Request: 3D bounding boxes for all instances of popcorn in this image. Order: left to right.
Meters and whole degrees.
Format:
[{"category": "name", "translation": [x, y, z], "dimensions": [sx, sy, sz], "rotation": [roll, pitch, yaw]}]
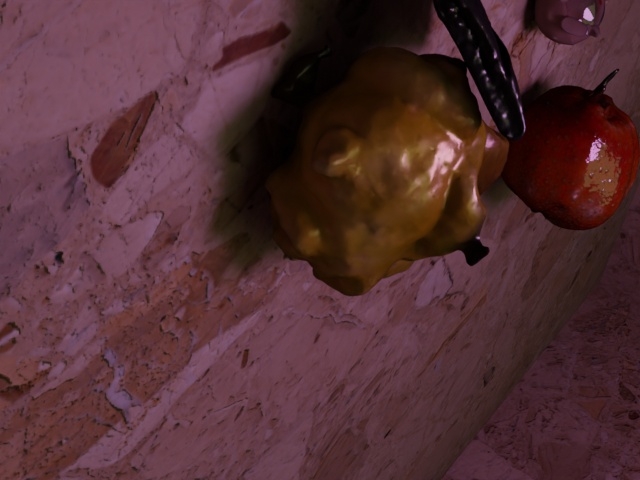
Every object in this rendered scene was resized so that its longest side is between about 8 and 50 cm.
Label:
[{"category": "popcorn", "translation": [0.092, -0.079, 0.978], "dimensions": [0.316, 0.281, 0.297], "rotation": [-25, 155, -34]}]

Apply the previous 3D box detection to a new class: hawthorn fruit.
[{"category": "hawthorn fruit", "translation": [0.479, -0.177, 1.594], "dimensions": [0.254, 0.254, 0.300], "rotation": [-26, 149, -52]}]

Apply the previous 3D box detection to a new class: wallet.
[{"category": "wallet", "translation": [0.177, -0.232, 0.970], "dimensions": [0.170, 0.044, 0.321], "rotation": [58, 19, -18]}]

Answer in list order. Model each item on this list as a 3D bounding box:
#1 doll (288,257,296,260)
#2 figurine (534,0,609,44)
[{"category": "doll", "translation": [-0.006, -0.005, 1.131], "dimensions": [0.093, 0.051, 0.061], "rotation": [-12, 133, -22]}, {"category": "figurine", "translation": [0.412, -0.383, 1.416], "dimensions": [0.138, 0.125, 0.125], "rotation": [-43, 153, -66]}]
